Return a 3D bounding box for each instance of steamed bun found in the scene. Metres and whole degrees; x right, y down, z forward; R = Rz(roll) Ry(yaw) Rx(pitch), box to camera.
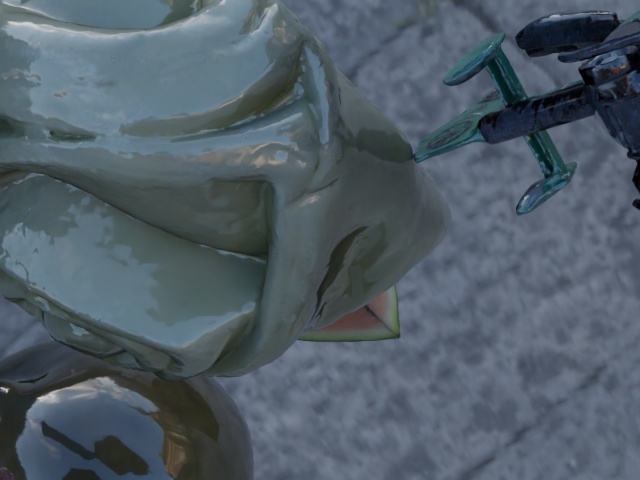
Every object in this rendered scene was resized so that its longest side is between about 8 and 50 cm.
[{"bbox_3d":[-0.110,-0.051,1.116,0.255,0.368,0.342,-48,52,-1],"label":"steamed bun"}]

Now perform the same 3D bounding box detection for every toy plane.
[{"bbox_3d":[0.184,-0.086,0.924,0.382,0.106,0.155,-16,19,47],"label":"toy plane"}]

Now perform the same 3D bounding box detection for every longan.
[{"bbox_3d":[-0.202,0.215,1.618,0.288,0.288,0.350,-58,15,-19],"label":"longan"}]

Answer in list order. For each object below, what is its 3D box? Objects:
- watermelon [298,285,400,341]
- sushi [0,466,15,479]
[{"bbox_3d":[-0.005,0.000,1.602,0.193,0.137,0.145,12,63,-14],"label":"watermelon"},{"bbox_3d":[-0.275,0.269,1.213,0.171,0.270,0.236,-44,69,36],"label":"sushi"}]
